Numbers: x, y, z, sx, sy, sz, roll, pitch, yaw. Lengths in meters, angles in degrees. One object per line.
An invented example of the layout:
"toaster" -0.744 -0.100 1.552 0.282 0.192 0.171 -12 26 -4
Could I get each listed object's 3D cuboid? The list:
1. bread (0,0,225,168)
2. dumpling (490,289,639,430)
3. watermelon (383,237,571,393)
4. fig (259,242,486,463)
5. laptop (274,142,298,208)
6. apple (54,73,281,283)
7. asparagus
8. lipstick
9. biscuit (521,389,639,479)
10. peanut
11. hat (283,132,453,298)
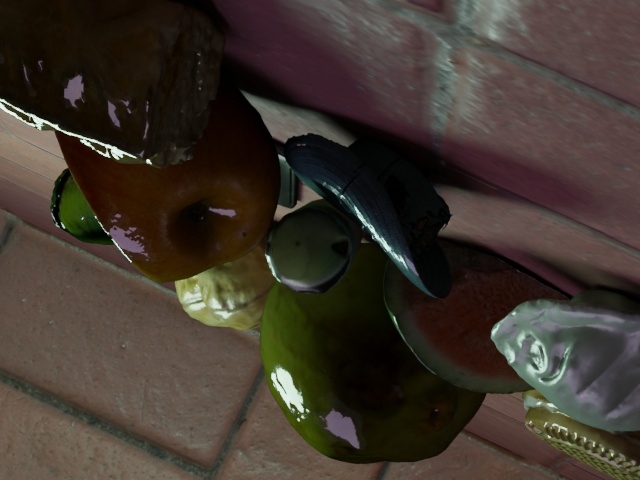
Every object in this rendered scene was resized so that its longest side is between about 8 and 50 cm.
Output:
"bread" -0.200 -0.150 1.186 0.267 0.130 0.152 22 134 23
"dumpling" 0.264 0.093 1.434 0.219 0.153 0.108 16 -146 -3
"watermelon" 0.154 0.068 1.594 0.231 0.128 0.146 28 -170 -27
"fig" 0.048 0.111 1.722 0.239 0.239 0.271 34 -168 -45
"laptop" -0.109 -0.095 1.621 0.187 0.015 0.269 26 172 3
"apple" -0.123 -0.067 1.322 0.173 0.160 0.195 44 174 42
"asparagus" -0.230 -0.048 1.977 0.128 0.108 0.382 31 169 -22
"lipstick" 0.000 0.000 1.469 0.076 0.076 0.304 26 -175 3
"biscuit" 0.383 0.264 2.140 0.259 0.079 0.259 25 171 4
"peanut" -0.105 0.050 2.052 0.147 0.147 0.305 29 170 -18
"hat" 0.055 -0.036 1.309 0.191 0.078 0.138 43 178 34
